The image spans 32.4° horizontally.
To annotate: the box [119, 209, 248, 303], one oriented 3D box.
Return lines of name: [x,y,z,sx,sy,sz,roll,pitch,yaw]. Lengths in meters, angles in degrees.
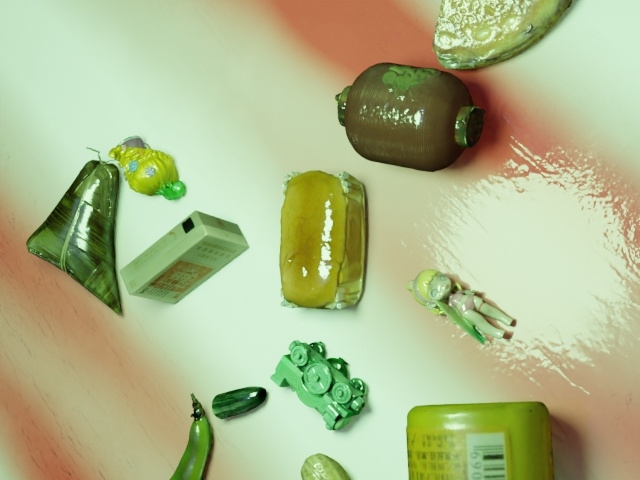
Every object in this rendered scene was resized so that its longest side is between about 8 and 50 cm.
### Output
box: [-0.251,0.033,2.035,0.201,0.141,0.058,-35,64,19]

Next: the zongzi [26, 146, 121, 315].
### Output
zongzi: [-0.417,-0.018,2.165,0.241,0.111,0.247,36,96,8]

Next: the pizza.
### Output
pizza: [0.310,-0.394,1.817,0.305,0.085,0.161,-36,91,22]

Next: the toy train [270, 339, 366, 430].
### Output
toy train: [-0.001,0.251,1.917,0.178,0.071,0.104,40,111,27]

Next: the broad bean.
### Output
broad bean: [-0.252,0.439,2.037,0.075,0.067,0.325,19,91,-2]

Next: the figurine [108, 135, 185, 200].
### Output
figurine: [-0.338,-0.132,2.117,0.156,0.115,0.095,49,117,22]

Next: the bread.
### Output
bread: [0.000,0.000,1.926,0.136,0.107,0.241,0,84,31]

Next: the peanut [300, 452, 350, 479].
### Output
peanut: [0.031,0.439,1.876,0.080,0.080,0.174,-42,72,18]

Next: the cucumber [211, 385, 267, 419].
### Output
cucumber: [-0.142,0.291,2.001,0.105,0.048,0.048,-19,76,23]

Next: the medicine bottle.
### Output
medicine bottle: [0.249,0.439,1.673,0.224,0.224,0.384,-8,81,27]

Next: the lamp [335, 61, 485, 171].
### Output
lamp: [0.146,-0.209,1.841,0.258,0.180,0.180,15,91,30]

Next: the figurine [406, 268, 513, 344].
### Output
figurine: [0.225,0.107,1.822,0.187,0.083,0.083,26,97,15]
